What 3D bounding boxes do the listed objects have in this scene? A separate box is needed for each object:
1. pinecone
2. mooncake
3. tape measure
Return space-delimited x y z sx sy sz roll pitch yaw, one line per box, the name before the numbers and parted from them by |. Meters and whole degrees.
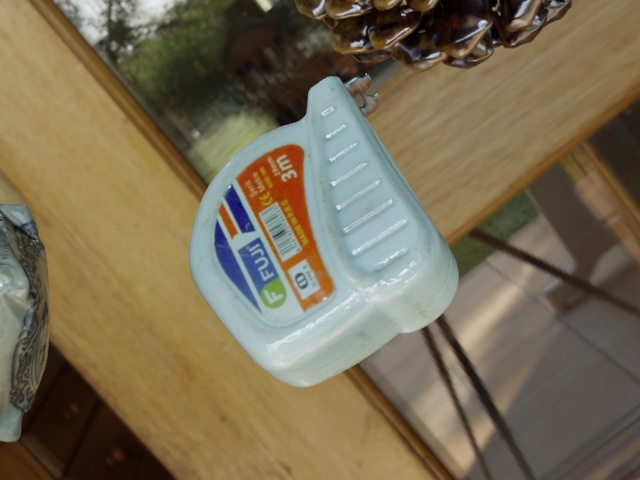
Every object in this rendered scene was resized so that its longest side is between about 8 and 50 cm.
pinecone | 0.154 -0.386 1.193 0.397 0.398 0.398 -38 11 8
mooncake | -0.401 0.091 1.268 0.136 0.250 0.254 1 28 -16
tape measure | 0.001 -0.001 0.988 0.246 0.243 0.125 -33 -33 8
